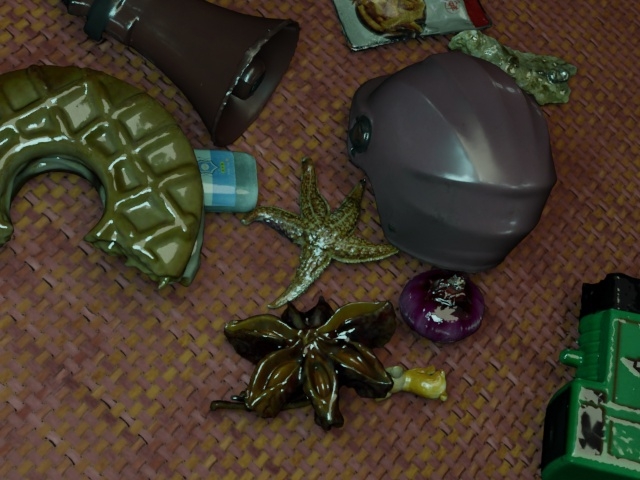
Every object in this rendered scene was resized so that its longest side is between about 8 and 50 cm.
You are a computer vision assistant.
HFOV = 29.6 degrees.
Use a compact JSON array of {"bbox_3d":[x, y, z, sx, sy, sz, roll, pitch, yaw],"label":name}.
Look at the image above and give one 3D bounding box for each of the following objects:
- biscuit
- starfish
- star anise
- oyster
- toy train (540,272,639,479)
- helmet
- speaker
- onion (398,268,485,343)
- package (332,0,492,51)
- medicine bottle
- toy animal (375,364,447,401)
[{"bbox_3d":[-0.317,-0.078,1.462,0.366,0.115,0.268,7,72,-7],"label":"biscuit"},{"bbox_3d":[0.002,-0.004,1.612,0.213,0.057,0.238,24,61,0],"label":"starfish"},{"bbox_3d":[-0.010,0.147,1.510,0.220,0.126,0.190,6,63,14],"label":"star anise"},{"bbox_3d":[0.299,-0.261,1.823,0.199,0.061,0.106,-1,70,-20],"label":"oyster"},{"bbox_3d":[0.430,0.200,1.619,0.249,0.178,0.429,12,64,-3],"label":"toy train"},{"bbox_3d":[0.191,-0.135,1.636,0.271,0.197,0.338,2,62,-26],"label":"helmet"},{"bbox_3d":[-0.177,-0.320,1.618,0.329,0.198,0.259,41,74,10],"label":"speaker"},{"bbox_3d":[0.163,0.083,1.605,0.115,0.104,0.115,9,49,-11],"label":"onion"},{"bbox_3d":[0.130,-0.366,1.824,0.239,0.030,0.154,-11,70,-22],"label":"package"},{"bbox_3d":[-0.186,-0.080,1.573,0.208,0.054,0.090,2,56,-14],"label":"medicine bottle"},{"bbox_3d":[0.116,0.189,1.567,0.083,0.060,0.081,0,34,-24],"label":"toy animal"}]
